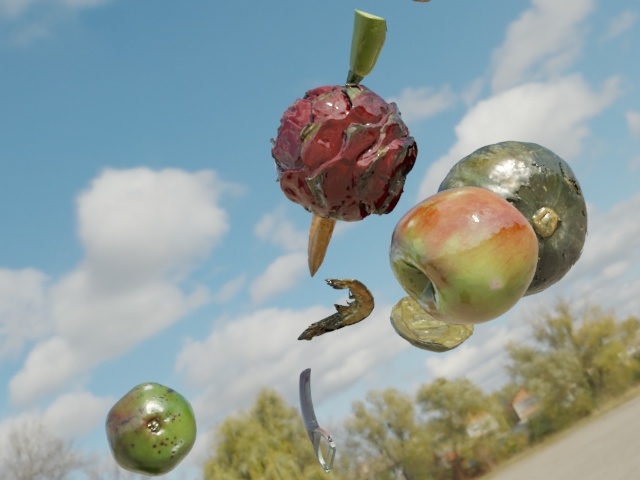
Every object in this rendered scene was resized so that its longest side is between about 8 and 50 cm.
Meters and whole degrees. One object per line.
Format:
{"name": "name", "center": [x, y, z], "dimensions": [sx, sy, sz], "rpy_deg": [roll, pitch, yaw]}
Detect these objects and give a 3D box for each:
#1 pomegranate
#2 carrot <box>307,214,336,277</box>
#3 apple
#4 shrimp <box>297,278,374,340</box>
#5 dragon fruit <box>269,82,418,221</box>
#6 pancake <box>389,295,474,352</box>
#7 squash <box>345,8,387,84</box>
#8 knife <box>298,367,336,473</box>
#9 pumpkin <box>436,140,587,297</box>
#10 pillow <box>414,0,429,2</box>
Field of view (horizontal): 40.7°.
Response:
{"name": "pomegranate", "center": [-0.341, 0.381, 1.714], "dimensions": [0.182, 0.181, 0.224], "rpy_deg": [-18, -14, -28]}
{"name": "carrot", "center": [0.000, 0.000, 2.323], "dimensions": [0.072, 0.205, 0.072], "rpy_deg": [11, -3, 1]}
{"name": "apple", "center": [0.326, 0.027, 1.937], "dimensions": [0.277, 0.319, 0.319], "rpy_deg": [-36, -14, -19]}
{"name": "shrimp", "center": [0.020, 0.146, 1.895], "dimensions": [0.195, 0.035, 0.147], "rpy_deg": [-24, -48, 3]}
{"name": "dragon fruit", "center": [0.052, -0.191, 1.885], "dimensions": [0.329, 0.329, 0.329], "rpy_deg": [-25, -18, -8]}
{"name": "pancake", "center": [0.300, 0.229, 2.322], "dimensions": [0.242, 0.242, 0.050], "rpy_deg": [-14, -53, -36]}
{"name": "squash", "center": [0.105, -0.453, 2.065], "dimensions": [0.075, 0.090, 0.200], "rpy_deg": [-55, -18, -51]}
{"name": "knife", "center": [-0.017, 0.415, 2.095], "dimensions": [0.053, 0.278, 0.123], "rpy_deg": [0, -49, -18]}
{"name": "pumpkin", "center": [0.528, -0.056, 2.394], "dimensions": [0.455, 0.454, 0.344], "rpy_deg": [-19, 17, -26]}
{"name": "pillow", "center": [0.216, -0.748, 2.423], "dimensions": [0.270, 0.067, 0.173], "rpy_deg": [5, -36, -5]}
